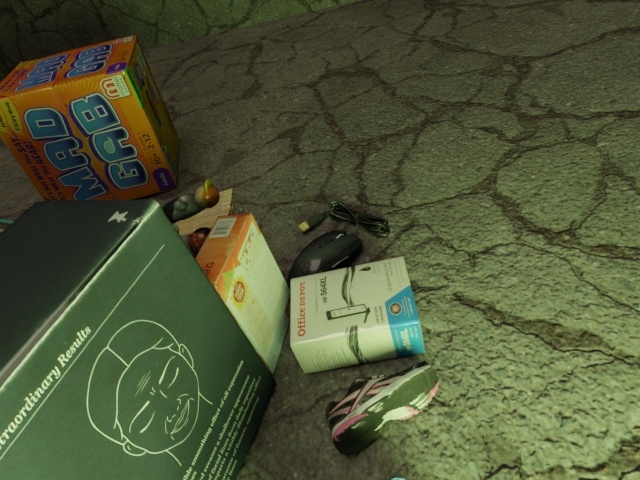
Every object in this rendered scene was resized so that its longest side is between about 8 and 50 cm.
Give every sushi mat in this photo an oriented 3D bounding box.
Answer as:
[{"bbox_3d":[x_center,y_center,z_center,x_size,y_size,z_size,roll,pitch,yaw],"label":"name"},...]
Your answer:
[{"bbox_3d":[-0.379,-0.053,1.149,0.317,0.019,0.151,-14,40,7],"label":"sushi mat"}]

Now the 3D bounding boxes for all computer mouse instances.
[{"bbox_3d":[0.000,0.000,0.906,0.262,0.060,0.184,-41,45,-23],"label":"computer mouse"}]

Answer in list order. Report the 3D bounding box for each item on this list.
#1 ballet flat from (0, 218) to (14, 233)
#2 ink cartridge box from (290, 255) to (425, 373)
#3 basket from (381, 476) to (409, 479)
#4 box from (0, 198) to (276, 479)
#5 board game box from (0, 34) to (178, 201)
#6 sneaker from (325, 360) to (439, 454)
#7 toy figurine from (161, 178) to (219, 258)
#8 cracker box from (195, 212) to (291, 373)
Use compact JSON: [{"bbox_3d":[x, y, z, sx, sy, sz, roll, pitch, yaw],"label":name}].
[{"bbox_3d":[-0.569,0.048,0.945,0.484,0.164,0.181,2,62,-5],"label":"ballet flat"},{"bbox_3d":[0.055,0.122,0.729,0.203,0.085,0.148,-12,41,7],"label":"ink cartridge box"},{"bbox_3d":[0.108,0.313,0.371,0.289,0.254,0.201,-20,46,15],"label":"basket"},{"bbox_3d":[-0.259,0.191,0.540,0.212,0.395,0.293,3,45,24],"label":"box"},{"bbox_3d":[-0.660,-0.344,1.299,0.357,0.356,0.356,-16,40,-4],"label":"board game box"},{"bbox_3d":[0.082,0.219,0.628,0.178,0.071,0.077,-25,30,-14],"label":"sneaker"},{"bbox_3d":[-0.216,0.011,0.864,0.148,0.209,0.213,-22,41,13],"label":"toy figurine"},{"bbox_3d":[-0.122,0.092,0.720,0.067,0.232,0.155,-4,43,20],"label":"cracker box"}]
